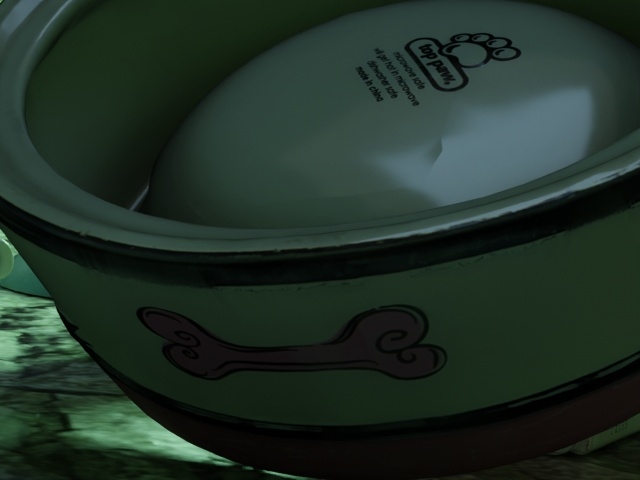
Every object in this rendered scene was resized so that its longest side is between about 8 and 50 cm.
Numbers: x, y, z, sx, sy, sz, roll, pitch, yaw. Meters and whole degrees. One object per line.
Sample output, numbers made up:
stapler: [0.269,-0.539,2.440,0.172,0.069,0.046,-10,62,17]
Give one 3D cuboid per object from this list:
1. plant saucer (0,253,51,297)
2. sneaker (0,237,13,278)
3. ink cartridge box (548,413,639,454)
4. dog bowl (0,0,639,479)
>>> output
plant saucer: [-0.149,0.018,1.317,0.194,0.037,0.195,4,6,0]
sneaker: [-0.301,0.002,1.131,0.094,0.090,0.235,18,13,28]
ink cartridge box: [0.115,0.047,0.957,0.158,0.092,0.218,7,8,29]
dog bowl: [0.041,-0.053,0.829,0.407,0.150,0.408,-10,33,6]
